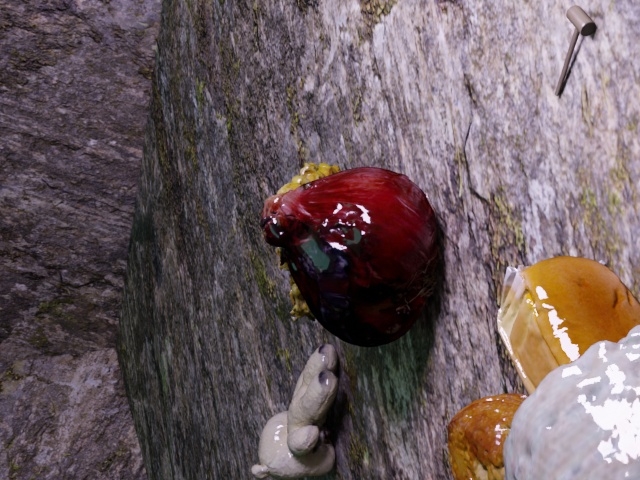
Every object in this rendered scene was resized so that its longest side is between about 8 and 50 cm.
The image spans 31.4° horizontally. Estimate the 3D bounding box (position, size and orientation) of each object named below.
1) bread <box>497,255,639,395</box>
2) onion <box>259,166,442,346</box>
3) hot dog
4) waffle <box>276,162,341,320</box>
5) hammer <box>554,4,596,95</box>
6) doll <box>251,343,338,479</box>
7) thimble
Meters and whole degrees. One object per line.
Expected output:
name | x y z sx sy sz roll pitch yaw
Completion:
bread | 0.287 0.124 1.188 0.107 0.136 0.241 107 151 -44
onion | 0.061 0.027 1.643 0.221 0.280 0.281 -72 -5 -53
hot dog | 0.252 0.279 1.355 0.259 0.114 0.175 -145 48 -65
waffle | 0.002 0.000 1.818 0.052 0.245 0.254 -5 99 28
hammer | 0.281 -0.209 1.288 0.035 0.019 0.110 -116 27 -42
doll | -0.015 0.325 2.065 0.149 0.175 0.278 33 127 15
thimble | 0.301 0.208 0.947 0.195 0.291 0.291 -109 25 -45
